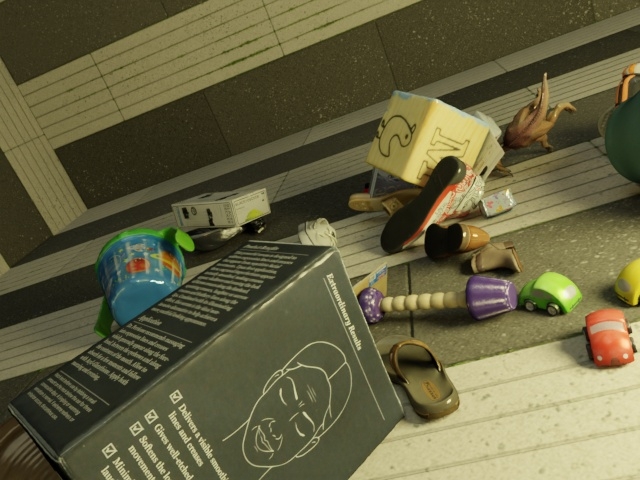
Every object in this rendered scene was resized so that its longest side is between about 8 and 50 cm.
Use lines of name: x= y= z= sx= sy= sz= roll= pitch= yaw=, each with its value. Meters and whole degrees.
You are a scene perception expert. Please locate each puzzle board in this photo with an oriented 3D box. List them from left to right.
puzzle board: x=0.083 y=0.106 z=1.124 sx=0.128 sy=0.096 sz=0.011 roll=-35 pitch=51 yaw=-30

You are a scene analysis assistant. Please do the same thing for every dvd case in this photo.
dvd case: x=0.230 y=-0.165 z=1.629 sx=0.221 sy=0.018 sz=0.164 roll=-7 pitch=59 yaw=38

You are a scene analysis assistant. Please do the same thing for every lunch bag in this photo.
lunch bag: x=0.397 y=-0.080 z=1.313 sx=0.071 sy=0.053 sz=0.083 roll=-21 pitch=-5 yaw=6

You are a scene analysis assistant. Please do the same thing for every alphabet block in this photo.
alphabet block: x=0.261 y=-0.237 z=1.442 sx=0.194 sy=0.197 sz=0.192 roll=15 pitch=12 yaw=-29

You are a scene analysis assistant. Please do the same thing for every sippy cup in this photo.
sippy cup: x=-0.455 y=0.118 z=1.503 sx=0.240 sy=0.305 sz=0.224 roll=1 pitch=25 yaw=-20

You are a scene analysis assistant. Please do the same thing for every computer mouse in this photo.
computer mouse: x=-0.316 y=-0.015 z=1.893 sx=0.272 sy=0.072 sz=0.188 roll=-16 pitch=16 yaw=-18

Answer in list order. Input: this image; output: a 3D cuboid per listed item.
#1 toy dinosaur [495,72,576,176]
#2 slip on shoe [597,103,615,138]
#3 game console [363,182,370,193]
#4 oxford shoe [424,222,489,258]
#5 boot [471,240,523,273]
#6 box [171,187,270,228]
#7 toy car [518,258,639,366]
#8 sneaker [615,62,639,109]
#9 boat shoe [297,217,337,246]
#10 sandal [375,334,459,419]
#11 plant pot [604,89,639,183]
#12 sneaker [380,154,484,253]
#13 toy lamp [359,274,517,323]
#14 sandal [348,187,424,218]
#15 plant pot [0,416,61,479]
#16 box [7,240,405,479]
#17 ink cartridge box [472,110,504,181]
toy dinosaur: x=0.503 y=-0.268 z=1.461 sx=0.200 sy=0.127 sz=0.295 roll=-33 pitch=-19 yaw=-18
slip on shoe: x=0.823 y=-0.309 z=1.378 sx=0.331 sy=0.123 sz=0.101 roll=-20 pitch=-3 yaw=8
game console: x=0.201 y=-0.132 z=1.708 sx=0.144 sy=0.085 sz=0.124 roll=-3 pitch=-3 yaw=41
oxford shoe: x=0.276 y=0.003 z=1.210 sx=0.076 sy=0.076 sz=0.212 roll=4 pitch=0 yaw=-15
boot: x=0.331 y=0.041 z=1.108 sx=0.087 sy=0.042 sz=0.118 roll=-23 pitch=18 yaw=18
box: x=-0.329 y=-0.105 z=1.926 sx=0.290 sy=0.087 sz=0.169 roll=-2 pitch=17 yaw=36
toy car: x=0.402 y=0.085 z=0.893 sx=0.239 sy=0.053 sz=0.225 roll=-35 pitch=24 yaw=-30
sneaker: x=0.797 y=-0.260 z=1.262 sx=0.321 sy=0.180 sz=0.124 roll=14 pitch=-2 yaw=11
boat shoe: x=0.000 y=0.000 z=1.485 sx=0.088 sy=0.096 sz=0.267 roll=-27 pitch=12 yaw=3
sandal: x=0.139 y=0.192 z=0.893 sx=0.090 sy=0.060 sz=0.219 roll=-24 pitch=20 yaw=-3
plant pot: x=0.674 y=-0.199 z=1.056 sx=0.272 sy=0.271 sz=0.255 roll=-25 pitch=6 yaw=-6
sneaker: x=0.268 y=-0.060 z=1.357 sx=0.270 sy=0.145 sz=0.090 roll=-53 pitch=45 yaw=16
toy lamp: x=0.202 y=0.105 z=1.023 sx=0.275 sy=0.080 sz=0.080 roll=-7 pitch=26 yaw=36
sandal: x=0.184 y=-0.079 z=1.527 sx=0.240 sy=0.088 sz=0.079 roll=-1 pitch=62 yaw=26
plant pot: x=-0.351 y=0.347 z=0.794 sx=0.110 sy=0.237 sz=0.237 roll=8 pitch=34 yaw=32
box: x=-0.122 y=0.221 z=0.761 sx=0.395 sy=0.293 sz=0.212 roll=-36 pitch=24 yaw=-33
ink cartridge box: x=0.392 y=-0.192 z=1.467 sx=0.189 sy=0.066 sz=0.232 roll=-61 pitch=24 yaw=31
